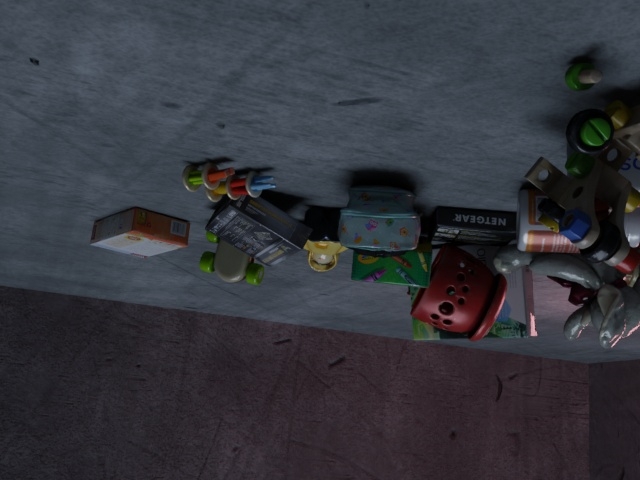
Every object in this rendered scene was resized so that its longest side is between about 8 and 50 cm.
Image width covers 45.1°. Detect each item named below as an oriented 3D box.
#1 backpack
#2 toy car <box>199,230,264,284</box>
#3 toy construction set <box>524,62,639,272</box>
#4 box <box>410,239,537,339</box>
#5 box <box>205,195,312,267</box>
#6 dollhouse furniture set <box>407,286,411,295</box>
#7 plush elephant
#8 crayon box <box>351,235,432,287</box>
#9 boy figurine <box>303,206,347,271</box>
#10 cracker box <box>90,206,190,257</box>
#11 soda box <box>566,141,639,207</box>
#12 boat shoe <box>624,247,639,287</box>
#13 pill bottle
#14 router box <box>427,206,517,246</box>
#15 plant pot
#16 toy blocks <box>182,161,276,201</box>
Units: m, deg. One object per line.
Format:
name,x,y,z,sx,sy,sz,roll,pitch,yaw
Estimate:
backpack,0.114,-0.036,1.499,0.166,0.144,0.188,5,-168,6
toy car,-0.188,0.033,1.942,0.155,0.148,0.188,13,-179,17
toy construction set,0.443,-0.093,1.090,0.309,0.257,0.237,8,-171,-7
box,0.366,0.126,1.902,0.322,0.232,0.059,-9,172,41
box,-0.141,-0.026,1.706,0.183,0.056,0.231,31,159,-12
dollhouse furniture set,0.366,0.132,2.091,0.374,0.152,0.201,-8,161,42
plush elephant,0.592,0.105,1.661,0.272,0.255,0.330,0,166,-39
crayon box,0.166,0.037,1.735,0.166,0.081,0.278,6,-173,7
boy figurine,0.000,0.000,1.823,0.177,0.092,0.285,3,163,-4
cracker box,-0.457,-0.017,1.945,0.156,0.067,0.232,17,160,-39
soda box,0.536,-0.108,1.206,0.287,0.098,0.091,-1,165,19
boat shoe,0.712,0.092,1.930,0.120,0.122,0.324,8,158,6
pill bottle,0.484,-0.036,1.457,0.216,0.121,0.121,2,166,10
router box,0.334,-0.028,1.688,0.179,0.046,0.133,5,166,0
plant pot,0.322,0.121,1.765,0.174,0.191,0.191,24,166,4
toy blocks,-0.172,-0.116,1.486,0.148,0.054,0.123,-4,164,31
